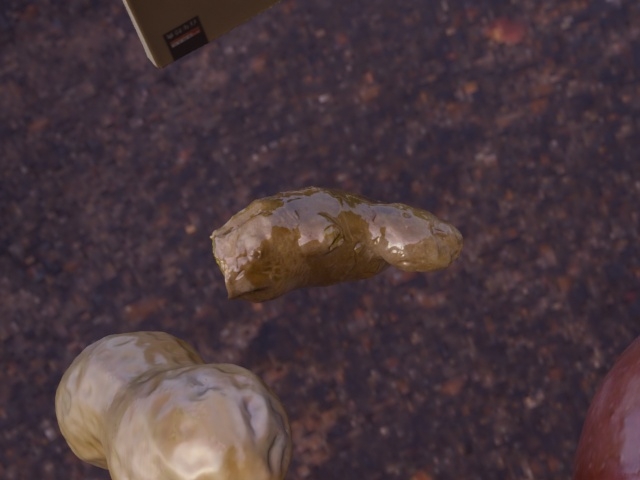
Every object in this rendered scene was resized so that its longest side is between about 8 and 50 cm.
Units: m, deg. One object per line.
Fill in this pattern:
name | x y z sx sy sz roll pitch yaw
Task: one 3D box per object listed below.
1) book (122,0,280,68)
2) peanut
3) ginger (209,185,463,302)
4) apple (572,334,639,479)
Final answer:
book | -0.070 -0.271 1.095 0.217 0.310 0.021 -32 59 -7
peanut | -0.103 0.117 0.977 0.263 0.101 0.117 21 89 59
ginger | -0.001 -0.003 1.151 0.205 0.081 0.115 0 29 -29
apple | 0.297 0.153 0.852 0.305 0.235 0.306 13 54 -19
